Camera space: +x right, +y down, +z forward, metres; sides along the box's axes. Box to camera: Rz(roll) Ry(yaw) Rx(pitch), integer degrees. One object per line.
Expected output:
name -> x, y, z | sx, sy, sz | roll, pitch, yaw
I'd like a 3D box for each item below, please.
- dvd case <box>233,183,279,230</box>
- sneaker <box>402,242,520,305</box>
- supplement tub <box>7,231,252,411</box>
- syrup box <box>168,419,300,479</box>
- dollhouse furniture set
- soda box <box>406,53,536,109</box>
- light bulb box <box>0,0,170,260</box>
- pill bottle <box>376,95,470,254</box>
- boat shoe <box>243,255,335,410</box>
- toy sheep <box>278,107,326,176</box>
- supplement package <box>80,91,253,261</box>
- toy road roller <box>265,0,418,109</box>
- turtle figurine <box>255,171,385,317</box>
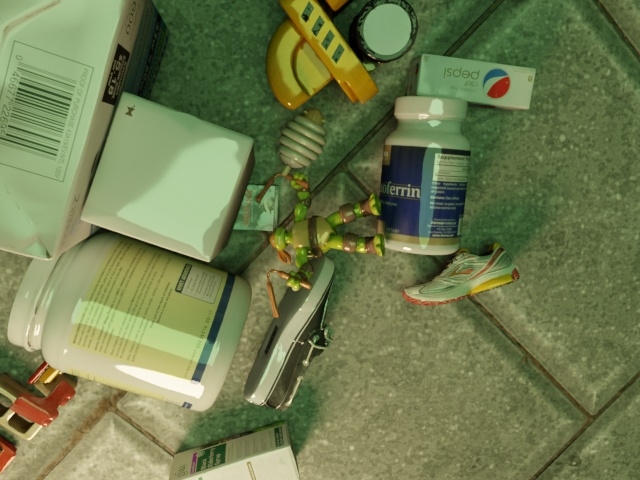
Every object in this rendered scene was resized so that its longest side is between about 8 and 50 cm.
dvd case -> -0.138, -0.062, 0.972 | 0.119, 0.013, 0.087 | 3, 100, -9
sneaker -> 0.265, 0.068, 1.026 | 0.225, 0.088, 0.093 | -18, 82, -4
supplement tub -> -0.301, 0.125, 0.871 | 0.324, 0.235, 0.236 | 21, 97, -11
syrup box -> -0.165, 0.446, 1.021 | 0.236, 0.093, 0.096 | -15, 102, -5
dollhouse furniture set -> -0.567, 0.315, 0.887 | 0.152, 0.201, 0.374 | 41, 93, -13
soda box -> 0.273, -0.286, 0.959 | 0.216, 0.069, 0.074 | 5, 100, -8
light bulb box -> -0.385, -0.198, 0.736 | 0.225, 0.361, 0.358 | 18, 98, -12
pill bottle -> 0.184, -0.116, 0.936 | 0.153, 0.153, 0.265 | 3, 99, -8
boat shoe -> -0.032, 0.178, 0.981 | 0.104, 0.113, 0.306 | 25, 89, -20
toy sheep -> -0.034, -0.172, 0.928 | 0.091, 0.091, 0.132 | 23, 97, -11
supplement package -> -0.209, -0.086, 0.803 | 0.177, 0.293, 0.175 | 19, 91, -6
toy road roller -> -0.017, -0.362, 0.844 | 0.240, 0.202, 0.330 | -37, 105, 11
turtle figurine -> 0.000, 0.000, 0.914 | 0.217, 0.087, 0.270 | -7, 66, 14
